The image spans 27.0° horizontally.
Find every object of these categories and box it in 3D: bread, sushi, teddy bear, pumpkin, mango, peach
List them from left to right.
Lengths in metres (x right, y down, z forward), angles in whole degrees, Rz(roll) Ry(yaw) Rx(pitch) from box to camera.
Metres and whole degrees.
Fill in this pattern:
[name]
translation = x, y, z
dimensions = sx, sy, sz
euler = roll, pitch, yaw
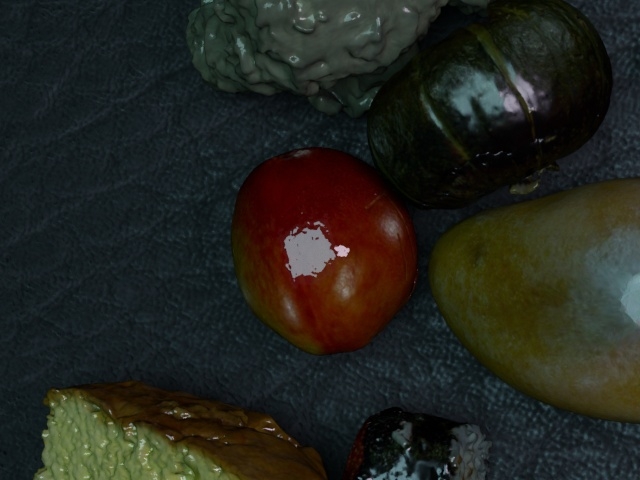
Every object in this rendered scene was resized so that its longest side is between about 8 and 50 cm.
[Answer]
[bread]
translation = -0.112, 0.254, 1.278
dimensions = 0.340, 0.179, 0.194
euler = 18, 97, 36
[peach]
translation = 0.000, 0.000, 1.267
dimensions = 0.197, 0.197, 0.197
euler = -1, 87, 14
[teddy bear]
translation = 0.065, -0.282, 1.252
dimensions = 0.368, 0.224, 0.357
euler = -11, 128, -18
[sushi]
translation = 0.087, 0.276, 1.258
dimensions = 0.126, 0.136, 0.225
euler = 12, 95, 23
[pumpkin]
translation = 0.158, -0.117, 1.211
dimensions = 0.238, 0.238, 0.159
euler = -37, 88, 10
[mango]
translation = 0.270, 0.050, 1.198
dimensions = 0.384, 0.199, 0.221
euler = 11, 97, 26
